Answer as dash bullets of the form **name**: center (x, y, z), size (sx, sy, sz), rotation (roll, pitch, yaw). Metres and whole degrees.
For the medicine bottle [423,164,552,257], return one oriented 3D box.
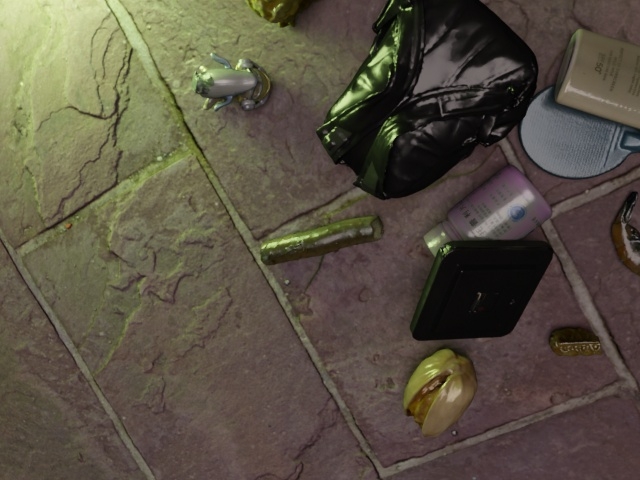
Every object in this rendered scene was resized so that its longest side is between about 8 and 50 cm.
- **medicine bottle**: center (0.369, -0.037, 1.212), size (0.254, 0.152, 0.152), rotation (-40, 91, 16)

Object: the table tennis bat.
- **table tennis bat**: center (0.600, -0.231, 1.178), size (0.329, 0.044, 0.215), rotation (15, 101, 10)

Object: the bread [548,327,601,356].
- **bread**: center (0.594, 0.238, 1.272), size (0.110, 0.060, 0.066), rotation (-5, 88, 16)

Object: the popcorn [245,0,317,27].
- **popcorn**: center (-0.083, -0.565, 1.191), size (0.167, 0.187, 0.185), rotation (45, 121, 37)

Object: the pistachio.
- **pistachio**: center (0.290, 0.376, 1.331), size (0.157, 0.157, 0.229), rotation (29, 112, 5)

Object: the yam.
- **yam**: center (0.000, 0.000, 1.345), size (0.317, 0.067, 0.071), rotation (-13, 112, 16)

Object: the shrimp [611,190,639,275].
- **shrimp**: center (0.770, -0.041, 1.178), size (0.262, 0.051, 0.198), rotation (-30, 94, 20)

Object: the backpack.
- **backpack**: center (0.211, -0.293, 1.146), size (0.363, 0.255, 0.445), rotation (43, 110, 7)

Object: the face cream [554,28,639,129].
- **face cream**: center (0.667, -0.305, 1.104), size (0.348, 0.081, 0.173), rotation (20, 79, 5)

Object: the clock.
- **clock**: center (0.355, 0.121, 1.203), size (0.273, 0.049, 0.279), rotation (-1, 127, -17)

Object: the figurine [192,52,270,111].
- **figurine**: center (-0.216, -0.366, 1.281), size (0.208, 0.184, 0.128), rotation (11, 105, 48)
